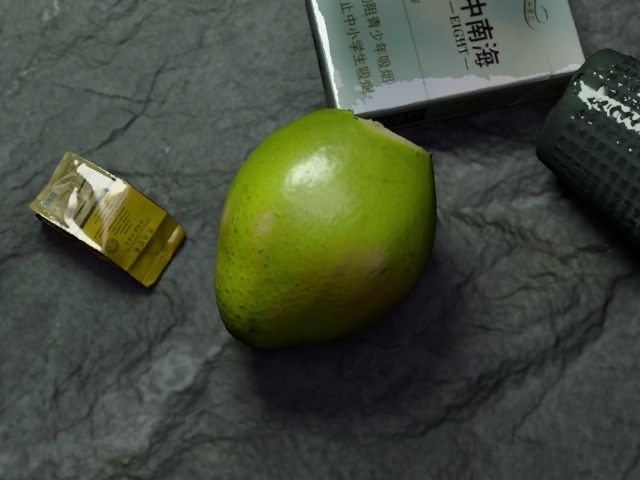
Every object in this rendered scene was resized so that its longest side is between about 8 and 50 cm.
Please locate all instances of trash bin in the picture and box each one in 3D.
[{"bbox_3d":[0.287,-0.083,1.024,0.161,0.175,0.175,36,77,20],"label":"trash bin"}]

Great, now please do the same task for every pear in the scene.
[{"bbox_3d":[0.000,0.000,0.987,0.188,0.187,0.219,26,90,5],"label":"pear"}]

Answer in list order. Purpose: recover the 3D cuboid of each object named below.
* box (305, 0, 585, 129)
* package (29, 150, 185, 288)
[{"bbox_3d":[0.117,-0.197,1.090,0.243,0.067,0.155,-11,78,-4],"label":"box"},{"bbox_3d":[-0.196,-0.020,1.048,0.131,0.047,0.071,33,74,9],"label":"package"}]
